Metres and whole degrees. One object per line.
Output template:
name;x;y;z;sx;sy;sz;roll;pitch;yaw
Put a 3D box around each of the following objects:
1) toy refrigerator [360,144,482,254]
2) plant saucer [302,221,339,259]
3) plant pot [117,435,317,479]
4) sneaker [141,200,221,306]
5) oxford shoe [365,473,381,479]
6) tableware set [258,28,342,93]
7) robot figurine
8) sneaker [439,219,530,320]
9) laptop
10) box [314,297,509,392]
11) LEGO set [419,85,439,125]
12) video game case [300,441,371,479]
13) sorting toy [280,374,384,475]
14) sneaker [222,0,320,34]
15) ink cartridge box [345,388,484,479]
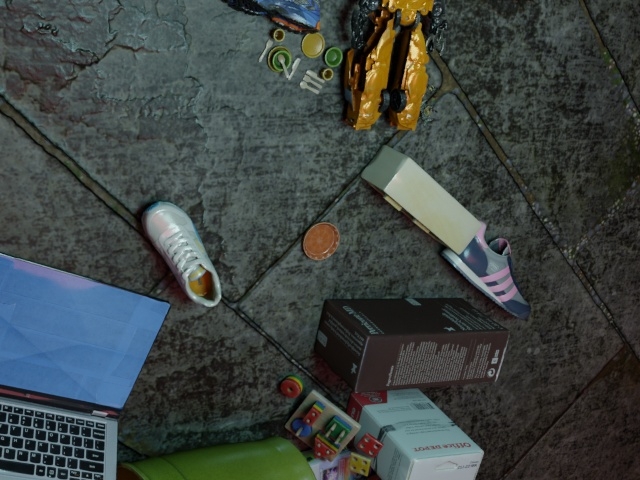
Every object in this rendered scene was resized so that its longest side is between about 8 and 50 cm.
toy refrigerator;0.213;-0.080;1.710;0.269;0.102;0.094;37;91;-36
plant saucer;0.000;0.000;1.682;0.083;0.013;0.083;-11;115;-24
plant pot;-0.195;0.569;1.650;0.353;0.366;0.366;-14;118;-36
sneaker;-0.250;0.025;1.509;0.087;0.092;0.228;-35;122;-9
oxford shoe;0.193;0.639;1.948;0.348;0.130;0.123;16;95;-51
tableware set;-0.032;-0.343;1.508;0.154;0.024;0.104;24;98;-34
robot figurine;0.134;-0.358;1.555;0.211;0.085;0.291;-3;113;-28
sneaker;0.416;0.073;1.883;0.319;0.112;0.131;37;94;-36
laptop;-0.481;0.286;1.419;0.382;0.408;0.236;21;134;-33
box;0.202;0.221;1.785;0.381;0.191;0.143;0;111;-30
LEGO set;0.220;-0.279;1.679;0.054;0.023;0.083;31;81;-37
video game case;-0.002;0.614;1.922;0.244;0.061;0.269;-8;115;-25
sorting toy;0.005;0.421;1.772;0.274;0.046;0.132;37;122;4
sneaker;-0.093;-0.434;1.411;0.221;0.083;0.087;18;82;-32
ink cartridge box;0.203;0.454;1.835;0.197;0.273;0.114;2;110;-29
